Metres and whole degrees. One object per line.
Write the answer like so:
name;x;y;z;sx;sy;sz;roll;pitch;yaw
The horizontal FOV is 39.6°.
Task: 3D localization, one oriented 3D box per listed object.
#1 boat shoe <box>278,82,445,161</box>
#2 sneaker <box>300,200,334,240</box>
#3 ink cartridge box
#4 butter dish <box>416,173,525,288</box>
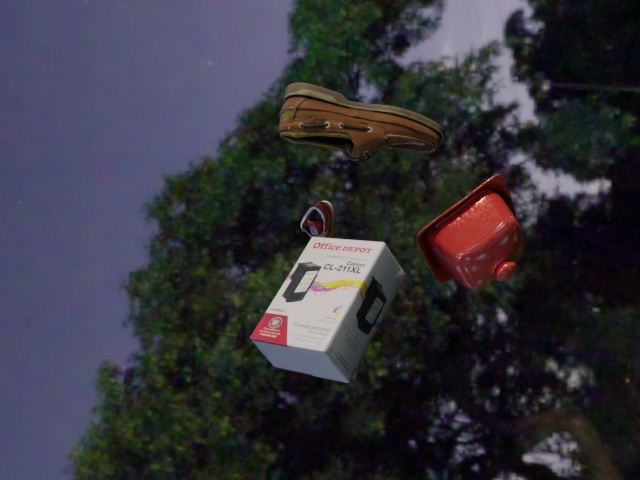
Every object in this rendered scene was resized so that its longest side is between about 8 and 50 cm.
boat shoe;0.073;-0.192;1.625;0.111;0.307;0.104;121;160;-73
sneaker;0.000;0.000;1.359;0.067;0.042;0.118;-18;-78;-71
ink cartridge box;0.011;0.084;1.144;0.072;0.127;0.175;55;-126;-37
butter dish;0.242;0.012;1.305;0.160;0.118;0.160;-36;-38;-2
